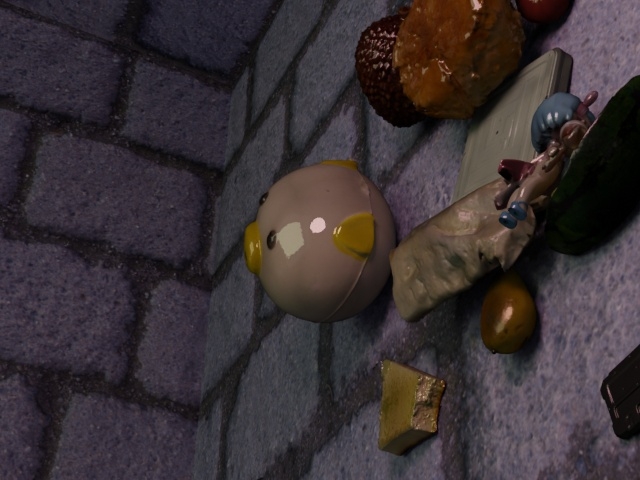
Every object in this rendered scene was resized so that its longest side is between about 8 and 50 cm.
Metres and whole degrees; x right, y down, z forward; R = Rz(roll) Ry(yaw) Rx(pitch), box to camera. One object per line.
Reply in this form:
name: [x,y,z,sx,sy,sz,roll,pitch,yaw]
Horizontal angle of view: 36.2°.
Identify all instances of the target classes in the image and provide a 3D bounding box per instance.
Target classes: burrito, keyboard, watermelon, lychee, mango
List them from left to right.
lychee: [0.186,-0.374,2.105,0.236,0.235,0.271,-96,6,-48]
burrito: [0.246,0.003,1.689,0.190,0.135,0.332,-44,2,-36]
mango: [0.303,0.113,1.585,0.103,0.076,0.161,-53,20,43]
watermelon: [0.420,-0.108,1.448,0.129,0.123,0.301,-62,-2,-77]
keyboard: [0.450,0.149,1.250,0.262,0.016,0.106,-57,24,37]

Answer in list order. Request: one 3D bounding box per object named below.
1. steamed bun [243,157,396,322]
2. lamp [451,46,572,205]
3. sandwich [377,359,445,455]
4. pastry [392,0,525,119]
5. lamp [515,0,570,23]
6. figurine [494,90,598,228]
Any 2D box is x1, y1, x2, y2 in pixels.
steamed bun: [0.006,0.002,2.124,0.334,0.333,0.374,-60,29,30]
lamp: [0.342,-0.188,1.765,0.269,0.047,0.267,-32,38,61]
sandwich: [0.170,0.283,1.821,0.162,0.058,0.193,-47,30,46]
pastry: [0.269,-0.378,1.844,0.311,0.161,0.255,-56,50,46]
lamp: [0.403,-0.439,1.770,0.101,0.090,0.101,-12,64,27]
figurine: [0.349,-0.139,1.514,0.260,0.102,0.205,-53,-15,-25]
